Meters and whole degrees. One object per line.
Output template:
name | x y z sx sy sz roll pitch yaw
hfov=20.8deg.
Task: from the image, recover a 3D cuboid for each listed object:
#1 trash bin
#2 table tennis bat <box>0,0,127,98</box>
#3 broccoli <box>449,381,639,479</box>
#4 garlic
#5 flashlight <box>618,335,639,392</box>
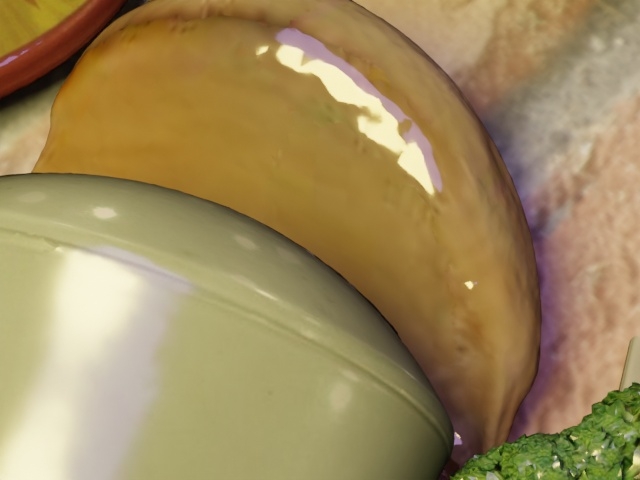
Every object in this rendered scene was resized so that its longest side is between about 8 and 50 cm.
trash bin | -0.120 0.183 0.725 0.280 0.280 0.432 15 70 10
table tennis bat | -0.292 -0.150 1.003 0.415 0.051 0.268 -22 55 -10
broccoli | 0.136 0.194 0.707 0.270 0.270 0.270 5 100 31
garlic | 0.017 -0.004 0.903 0.338 0.151 0.196 40 100 12
flashlight | 0.159 0.091 0.892 0.018 0.018 0.083 14 66 8
